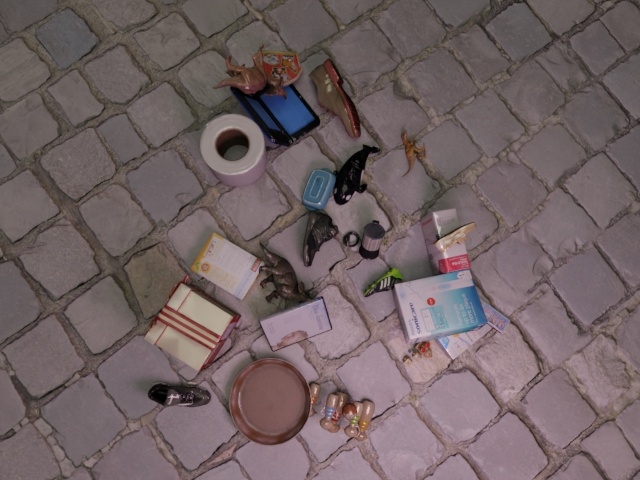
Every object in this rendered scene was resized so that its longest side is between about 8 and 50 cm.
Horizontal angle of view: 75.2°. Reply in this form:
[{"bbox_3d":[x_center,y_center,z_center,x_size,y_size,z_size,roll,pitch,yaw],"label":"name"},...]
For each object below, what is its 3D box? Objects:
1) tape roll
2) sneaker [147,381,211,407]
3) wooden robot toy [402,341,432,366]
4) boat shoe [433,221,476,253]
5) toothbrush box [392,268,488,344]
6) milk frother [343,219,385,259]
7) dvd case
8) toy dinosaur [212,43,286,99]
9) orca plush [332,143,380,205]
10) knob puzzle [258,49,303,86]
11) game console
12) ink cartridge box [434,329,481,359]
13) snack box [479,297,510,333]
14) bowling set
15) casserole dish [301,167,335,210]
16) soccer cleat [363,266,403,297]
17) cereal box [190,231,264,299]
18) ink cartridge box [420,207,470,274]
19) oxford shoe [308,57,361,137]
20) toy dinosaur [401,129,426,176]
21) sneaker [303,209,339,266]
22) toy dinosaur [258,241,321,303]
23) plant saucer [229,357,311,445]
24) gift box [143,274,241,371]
[{"bbox_3d":[-0.336,-0.351,1.644,0.245,0.169,0.247,0,81,-3],"label":"tape roll"},{"bbox_3d":[-0.525,0.576,1.528,0.234,0.106,0.078,10,82,-2],"label":"sneaker"},{"bbox_3d":[0.406,0.437,1.623,0.079,0.076,0.173,44,82,-7],"label":"wooden robot toy"},{"bbox_3d":[0.500,-0.009,1.523,0.170,0.063,0.059,-29,86,2],"label":"boat shoe"},{"bbox_3d":[0.445,0.253,1.586,0.295,0.126,0.217,-11,65,1],"label":"toothbrush box"},{"bbox_3d":[0.169,-0.012,1.640,0.143,0.135,0.129,-1,51,-6],"label":"milk frother"},{"bbox_3d":[-0.089,0.319,1.574,0.252,0.022,0.181,-20,127,-6],"label":"dvd case"},{"bbox_3d":[-0.251,-0.607,1.586,0.295,0.127,0.200,-34,91,-34],"label":"toy dinosaur"},{"bbox_3d":[0.147,-0.279,1.694,0.151,0.102,0.287,43,82,3],"label":"orca plush"},{"bbox_3d":[-0.164,-0.727,1.740,0.212,0.030,0.213,5,64,-11],"label":"knob puzzle"},{"bbox_3d":[-0.177,-0.547,1.688,0.173,0.250,0.293,-40,85,19],"label":"game console"},{"bbox_3d":[0.551,0.370,1.642,0.181,0.061,0.104,-36,85,-8],"label":"ink cartridge box"},{"bbox_3d":[0.674,0.296,1.680,0.178,0.022,0.064,37,80,3],"label":"snack box"},{"bbox_3d":[0.064,0.644,1.512,0.286,0.200,0.154,17,82,3],"label":"bowling set"},{"bbox_3d":[-0.011,-0.214,1.692,0.114,0.037,0.189,19,82,19],"label":"casserole dish"},{"bbox_3d":[0.251,0.180,1.656,0.178,0.060,0.072,-36,86,-10],"label":"soccer cleat"},{"bbox_3d":[-0.362,0.101,1.637,0.240,0.047,0.173,31,81,1],"label":"cereal box"},{"bbox_3d":[0.486,0.007,1.636,0.100,0.172,0.238,-11,82,-5],"label":"ink cartridge box"},{"bbox_3d":[0.064,-0.574,1.747,0.130,0.123,0.349,-25,84,20],"label":"oxford shoe"},{"bbox_3d":[0.387,-0.361,1.751,0.112,0.064,0.212,-9,72,14],"label":"toy dinosaur"},{"bbox_3d":[0.000,0.000,1.653,0.130,0.087,0.228,11,76,5],"label":"sneaker"},{"bbox_3d":[-0.150,0.147,1.621,0.160,0.121,0.314,-22,71,-37],"label":"toy dinosaur"},{"bbox_3d":[-0.185,0.599,1.559,0.310,0.050,0.311,-1,80,3],"label":"plant saucer"},{"bbox_3d":[-0.458,0.289,1.496,0.258,0.276,0.255,31,76,3],"label":"gift box"}]
